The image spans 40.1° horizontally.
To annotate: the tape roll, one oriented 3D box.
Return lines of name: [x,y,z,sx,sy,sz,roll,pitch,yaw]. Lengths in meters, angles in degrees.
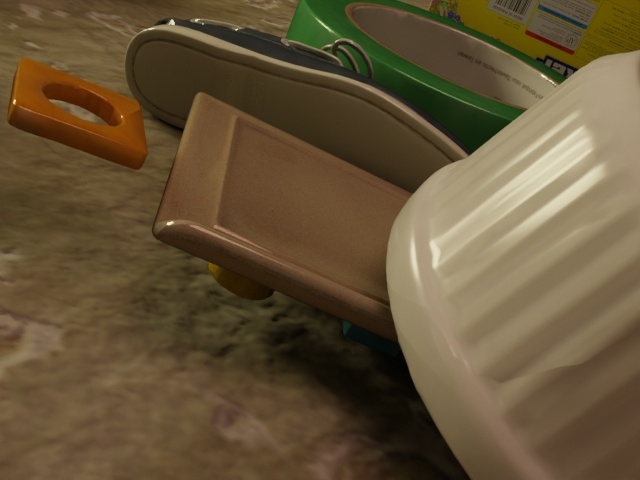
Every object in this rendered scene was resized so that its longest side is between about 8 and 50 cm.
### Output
tape roll: [0.120,-0.137,0.815,0.321,0.077,0.321,19,25,-9]

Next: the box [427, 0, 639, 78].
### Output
box: [0.297,-0.270,1.076,0.290,0.177,0.279,26,20,7]

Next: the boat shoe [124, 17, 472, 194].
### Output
boat shoe: [-0.008,-0.089,0.602,0.254,0.095,0.079,19,35,12]

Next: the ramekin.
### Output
ramekin: [0.174,0.033,0.390,0.273,0.127,0.273,26,37,-21]

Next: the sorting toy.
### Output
sorting toy: [0.000,0.000,0.470,0.347,0.047,0.196,25,22,-14]
